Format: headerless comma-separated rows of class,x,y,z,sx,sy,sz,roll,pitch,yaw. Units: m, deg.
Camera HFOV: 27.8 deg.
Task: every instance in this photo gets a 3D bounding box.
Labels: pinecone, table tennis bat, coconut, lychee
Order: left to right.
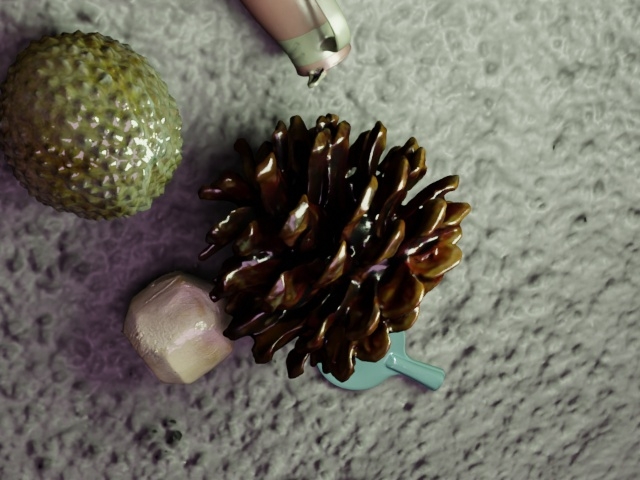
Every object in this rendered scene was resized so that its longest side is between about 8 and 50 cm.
lychee,-0.305,-0.154,1.739,0.255,0.274,0.255,-19,119,-39
coconut,-0.203,0.123,1.927,0.162,0.161,0.161,-39,117,-6
pinecone,0.000,0.000,1.829,0.397,0.398,0.398,-6,110,-18
table tennis bat,0.100,0.189,2.127,0.244,0.040,0.153,25,99,-22

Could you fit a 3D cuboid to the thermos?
thermos,-0.043,-0.355,1.807,0.146,0.176,0.265,-37,116,-16
